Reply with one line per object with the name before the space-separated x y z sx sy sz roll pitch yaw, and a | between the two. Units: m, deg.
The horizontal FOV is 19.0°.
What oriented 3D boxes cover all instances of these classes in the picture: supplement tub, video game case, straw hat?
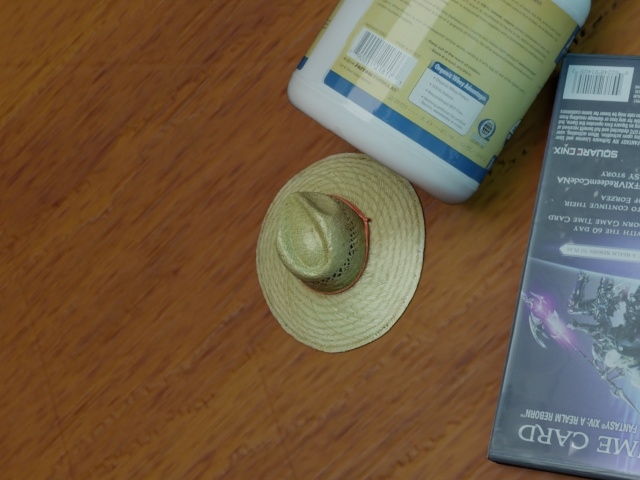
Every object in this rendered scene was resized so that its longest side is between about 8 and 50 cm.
supplement tub | 0.086 -0.139 1.248 0.144 0.144 0.199 35 95 33
video game case | 0.219 0.018 1.195 0.196 0.026 0.274 6 80 32
straw hat | 0.000 0.000 1.307 0.144 0.061 0.144 -9 72 29
